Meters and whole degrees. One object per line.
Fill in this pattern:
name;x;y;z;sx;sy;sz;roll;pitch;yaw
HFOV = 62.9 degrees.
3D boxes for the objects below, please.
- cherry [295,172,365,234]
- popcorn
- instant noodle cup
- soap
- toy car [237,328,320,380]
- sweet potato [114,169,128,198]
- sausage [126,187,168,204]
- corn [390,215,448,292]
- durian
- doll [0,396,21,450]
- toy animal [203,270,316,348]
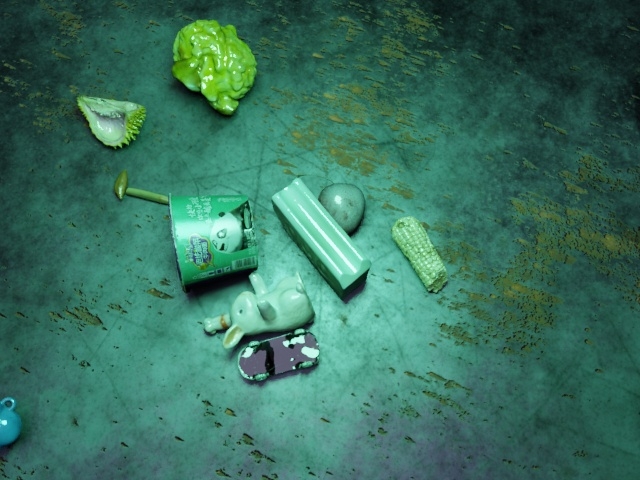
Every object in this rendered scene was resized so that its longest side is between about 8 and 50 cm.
cherry;0.030;-0.088;1.369;0.188;0.115;0.148;2;105;-31
popcorn;-0.297;-0.482;1.472;0.237;0.206;0.251;1;89;-17
instant noodle cup;-0.261;-0.006;1.297;0.190;0.251;0.251;-8;72;-12
soap;0.000;0.000;1.321;0.095;0.173;0.289;-37;76;-11
toy car;-0.102;0.284;1.288;0.205;0.056;0.095;-15;72;-2
sweet potato;-0.550;-0.156;1.445;0.034;0.034;0.095;0;62;0
sausage;-0.469;-0.122;1.438;0.132;0.024;0.024;13;72;5
corn;0.261;0.032;1.359;0.087;0.087;0.210;-28;73;-9
durian;-0.574;-0.349;1.459;0.183;0.132;0.165;-10;60;8
doll;-0.853;0.480;1.173;0.363;0.145;0.199;-38;93;-15
toy animal;-0.155;0.166;1.281;0.283;0.140;0.138;-10;112;-8
